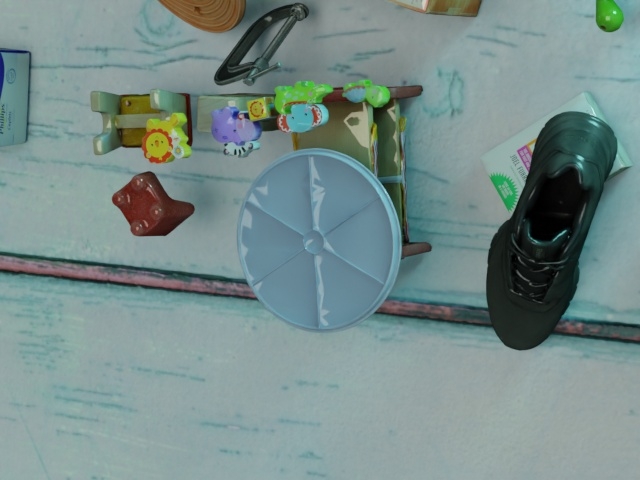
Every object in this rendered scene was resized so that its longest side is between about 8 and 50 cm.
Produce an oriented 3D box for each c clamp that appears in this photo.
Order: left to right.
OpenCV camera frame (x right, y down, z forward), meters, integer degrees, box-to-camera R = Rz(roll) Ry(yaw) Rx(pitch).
[{"bbox_3d":[-0.061,-0.226,1.818,0.137,0.160,0.022,-18,123,42],"label":"c clamp"}]

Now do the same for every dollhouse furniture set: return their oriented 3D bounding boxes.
[{"bbox_3d":[-0.072,-0.079,1.838,0.374,0.152,0.201,2,97,27],"label":"dollhouse furniture set"}]

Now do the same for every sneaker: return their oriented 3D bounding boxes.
[{"bbox_3d":[0.233,0.005,1.684,0.109,0.130,0.286,16,121,10],"label":"sneaker"}]

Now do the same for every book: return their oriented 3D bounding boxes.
[{"bbox_3d":[0.259,-0.088,1.741,0.144,0.035,0.096,-33,80,29],"label":"book"}]

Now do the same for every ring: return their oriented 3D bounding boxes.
[{"bbox_3d":[-0.193,-0.386,1.812,0.032,0.336,0.336,-38,75,-19],"label":"ring"}]

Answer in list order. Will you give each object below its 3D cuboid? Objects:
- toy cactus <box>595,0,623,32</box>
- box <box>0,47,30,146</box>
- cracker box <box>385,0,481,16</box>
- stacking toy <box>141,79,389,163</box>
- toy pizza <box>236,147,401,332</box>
[{"bbox_3d":[0.304,-0.333,1.662,0.181,0.112,0.218,15,106,44],"label":"toy cactus"},{"bbox_3d":[-0.457,-0.192,2.061,0.137,0.072,0.126,9,100,26],"label":"box"},{"bbox_3d":[0.053,-0.312,1.743,0.232,0.156,0.067,21,105,22],"label":"cracker box"},{"bbox_3d":[-0.053,-0.125,1.641,0.221,0.167,0.052,-12,91,27],"label":"stacking toy"},{"bbox_3d":[0.000,0.000,1.705,0.201,0.032,0.201,3,97,28],"label":"toy pizza"}]
